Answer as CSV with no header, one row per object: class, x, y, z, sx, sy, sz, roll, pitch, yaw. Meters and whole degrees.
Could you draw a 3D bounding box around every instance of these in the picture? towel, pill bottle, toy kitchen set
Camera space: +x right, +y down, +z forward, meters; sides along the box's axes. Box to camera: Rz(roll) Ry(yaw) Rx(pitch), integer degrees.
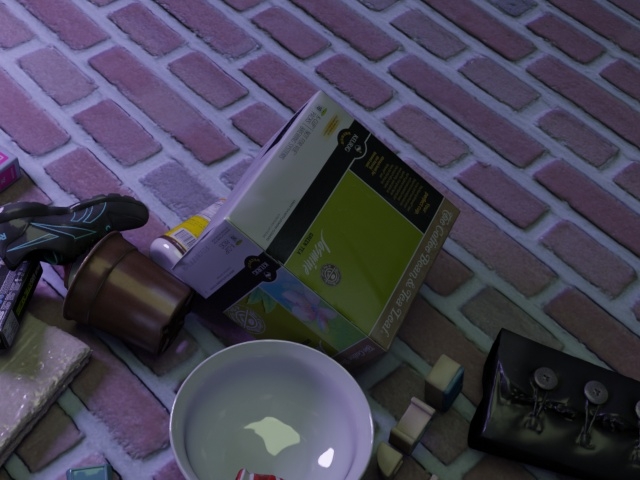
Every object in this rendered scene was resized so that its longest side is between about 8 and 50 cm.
towel,-0.507,0.228,1.532,0.187,0.049,0.282,27,51,13
pill bottle,-0.182,0.001,1.715,0.215,0.117,0.117,-34,63,-30
toy kitchen set,0.201,0.319,1.537,0.166,0.122,0.207,33,74,17

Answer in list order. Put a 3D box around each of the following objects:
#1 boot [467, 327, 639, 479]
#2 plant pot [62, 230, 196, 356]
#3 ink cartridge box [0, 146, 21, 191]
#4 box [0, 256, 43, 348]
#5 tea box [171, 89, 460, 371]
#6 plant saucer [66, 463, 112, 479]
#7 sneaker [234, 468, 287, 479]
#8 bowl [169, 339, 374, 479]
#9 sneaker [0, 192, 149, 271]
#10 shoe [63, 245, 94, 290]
boot,0.492,0.238,1.616,0.445,0.146,0.367,14,49,9
plant pot,-0.302,0.095,1.604,0.165,0.167,0.167,28,53,6
ink cartridge box,-0.713,-0.089,1.753,0.186,0.065,0.311,31,55,17
box,-0.564,0.097,1.587,0.184,0.045,0.190,-4,39,8
tea box,0.000,0.000,1.607,0.323,0.220,0.329,40,52,-9
plant saucer,-0.331,0.412,1.426,0.067,0.018,0.192,-5,53,-12
sneaker,-0.067,0.417,1.281,0.128,0.087,0.221,10,80,-3
bowl,-0.075,0.306,1.472,0.298,0.134,0.298,4,50,-5
sneaker,-0.411,-0.010,1.643,0.267,0.101,0.106,-8,69,-28
shoe,-0.440,0.020,1.703,0.081,0.063,0.178,4,45,-3
